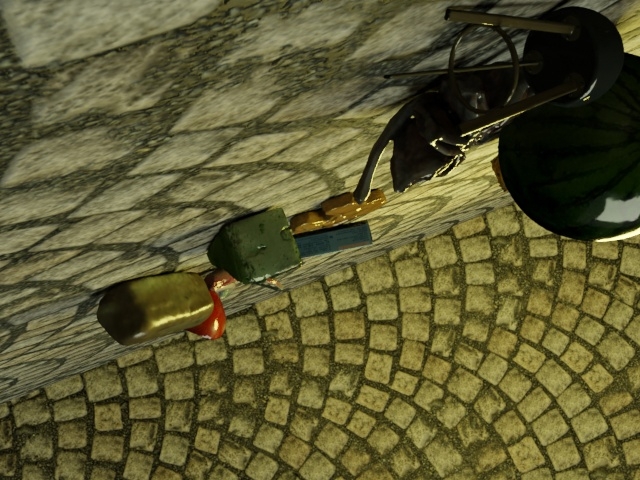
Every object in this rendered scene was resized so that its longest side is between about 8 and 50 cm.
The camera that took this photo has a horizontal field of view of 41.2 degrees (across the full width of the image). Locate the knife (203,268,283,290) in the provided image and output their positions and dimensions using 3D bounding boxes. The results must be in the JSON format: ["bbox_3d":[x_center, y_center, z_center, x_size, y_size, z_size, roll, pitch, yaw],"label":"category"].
[{"bbox_3d":[-0.184,0.078,1.827,0.123,0.053,0.278,9,180,20],"label":"knife"}]

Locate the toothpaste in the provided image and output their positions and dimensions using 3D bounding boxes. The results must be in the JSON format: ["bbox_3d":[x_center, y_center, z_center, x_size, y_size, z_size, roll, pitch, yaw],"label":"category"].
[{"bbox_3d":[0.000,0.000,1.615,0.193,0.044,0.070,-11,-168,1],"label":"toothpaste"}]

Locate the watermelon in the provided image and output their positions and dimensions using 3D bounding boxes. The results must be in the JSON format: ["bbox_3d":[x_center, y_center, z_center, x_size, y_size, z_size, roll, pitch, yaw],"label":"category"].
[{"bbox_3d":[0.343,-0.117,1.057,0.242,0.242,0.242,-22,174,-2],"label":"watermelon"}]

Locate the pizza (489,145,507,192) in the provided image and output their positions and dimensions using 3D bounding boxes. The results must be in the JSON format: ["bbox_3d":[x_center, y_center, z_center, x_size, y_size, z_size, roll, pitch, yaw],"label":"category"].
[{"bbox_3d":[0.369,-0.170,1.413,0.161,0.085,0.305,-43,-173,-27],"label":"pizza"}]

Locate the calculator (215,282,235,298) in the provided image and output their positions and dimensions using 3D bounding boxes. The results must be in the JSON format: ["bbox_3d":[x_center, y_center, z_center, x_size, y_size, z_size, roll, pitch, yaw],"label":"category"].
[{"bbox_3d":[-0.295,0.140,1.997,0.185,0.041,0.299,-20,174,-22],"label":"calculator"}]

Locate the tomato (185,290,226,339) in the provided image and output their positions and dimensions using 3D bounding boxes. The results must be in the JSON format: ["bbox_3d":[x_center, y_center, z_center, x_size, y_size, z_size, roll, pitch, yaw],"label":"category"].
[{"bbox_3d":[-0.263,0.127,1.737,0.174,0.166,0.082,-99,-147,-79],"label":"tomato"}]

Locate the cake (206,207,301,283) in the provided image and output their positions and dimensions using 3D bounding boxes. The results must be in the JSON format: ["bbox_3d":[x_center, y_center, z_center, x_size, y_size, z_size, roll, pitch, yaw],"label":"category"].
[{"bbox_3d":[-0.124,-0.005,1.375,0.100,0.099,0.235,-21,-165,-18],"label":"cake"}]

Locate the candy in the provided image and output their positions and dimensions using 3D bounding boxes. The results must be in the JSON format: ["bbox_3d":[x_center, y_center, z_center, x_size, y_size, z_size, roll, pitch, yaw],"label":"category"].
[{"bbox_3d":[-0.291,0.117,1.520,0.102,0.104,0.234,-31,171,31],"label":"candy"}]

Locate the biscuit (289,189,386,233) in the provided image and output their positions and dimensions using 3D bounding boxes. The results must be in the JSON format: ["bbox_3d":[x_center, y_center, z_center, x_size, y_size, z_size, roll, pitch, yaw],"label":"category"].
[{"bbox_3d":[0.044,-0.054,1.549,0.144,0.040,0.236,-19,174,32],"label":"biscuit"}]

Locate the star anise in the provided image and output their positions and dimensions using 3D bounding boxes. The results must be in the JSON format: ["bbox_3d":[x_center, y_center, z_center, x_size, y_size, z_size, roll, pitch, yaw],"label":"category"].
[{"bbox_3d":[0.138,-0.126,0.949,0.231,0.089,0.209,-26,164,-24],"label":"star anise"}]

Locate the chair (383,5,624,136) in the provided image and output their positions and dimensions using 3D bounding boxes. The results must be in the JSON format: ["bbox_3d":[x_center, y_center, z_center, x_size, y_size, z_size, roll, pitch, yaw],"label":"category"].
[{"bbox_3d":[0.173,-0.162,0.786,0.221,0.104,0.095,-13,-164,-32],"label":"chair"}]
